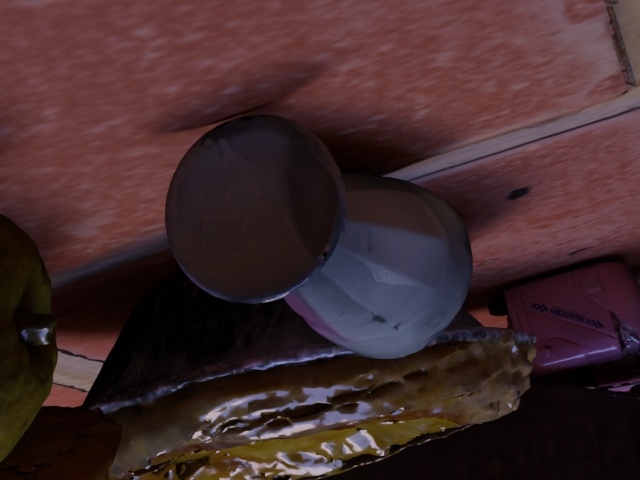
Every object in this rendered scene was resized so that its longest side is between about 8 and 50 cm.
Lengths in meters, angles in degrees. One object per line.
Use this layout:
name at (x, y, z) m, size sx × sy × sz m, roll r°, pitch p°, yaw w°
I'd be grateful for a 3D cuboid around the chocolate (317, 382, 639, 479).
chocolate at (0.102, 0.135, 1.116) m, size 0.321 × 0.112 × 0.112 m, roll 7°, pitch 154°, yaw -24°

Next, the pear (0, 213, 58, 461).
pear at (-0.144, 0.039, 0.624) m, size 0.131 × 0.107 × 0.107 m, roll -14°, pitch 169°, yaw 17°

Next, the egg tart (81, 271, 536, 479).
egg tart at (-0.018, 0.059, 0.907) m, size 0.234 × 0.094 × 0.234 m, roll -12°, pitch 170°, yaw -2°

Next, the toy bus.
toy bus at (0.155, 0.061, 1.200) m, size 0.090 × 0.063 × 0.203 m, roll -16°, pitch 167°, yaw 6°

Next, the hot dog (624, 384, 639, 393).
hot dog at (0.269, 0.095, 1.359) m, size 0.227 × 0.099 × 0.160 m, roll -4°, pitch -151°, yaw -13°

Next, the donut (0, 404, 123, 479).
donut at (-0.210, 0.130, 0.753) m, size 0.277 × 0.108 × 0.277 m, roll -4°, pitch -173°, yaw 0°

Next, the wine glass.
wine glass at (0.000, 0.000, 0.724) m, size 0.073 × 0.073 × 0.155 m, roll -19°, pitch 165°, yaw 18°
